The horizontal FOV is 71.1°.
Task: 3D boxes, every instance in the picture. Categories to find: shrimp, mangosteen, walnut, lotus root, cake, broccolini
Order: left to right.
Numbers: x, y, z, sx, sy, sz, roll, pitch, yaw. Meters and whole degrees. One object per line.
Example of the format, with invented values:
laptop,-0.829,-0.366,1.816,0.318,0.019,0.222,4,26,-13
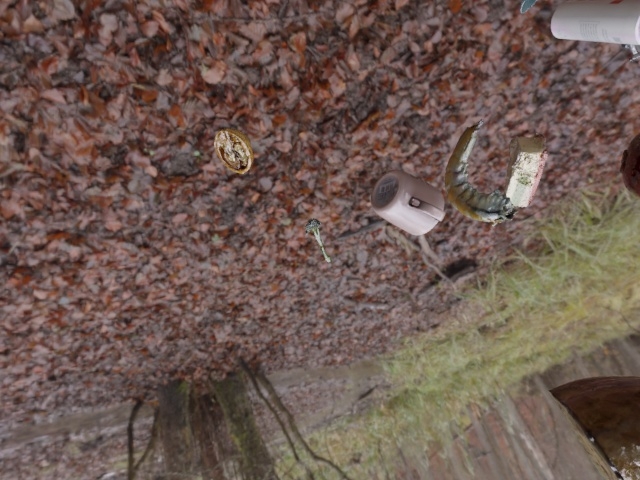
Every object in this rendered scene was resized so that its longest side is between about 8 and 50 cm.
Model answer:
walnut,-0.202,-0.223,1.078,0.091,0.052,0.121,3,132,22
broccolini,-0.002,-0.006,1.364,0.054,0.052,0.194,-23,138,7
shrimp,0.435,-0.175,1.278,0.068,0.287,0.185,-4,169,-36
cake,0.593,-0.213,1.311,0.086,0.117,0.220,4,144,14
lotus root,0.724,0.461,1.017,0.249,0.316,0.316,-25,151,14
mangosteen,0.964,-0.205,1.208,0.257,0.215,0.215,11,164,27

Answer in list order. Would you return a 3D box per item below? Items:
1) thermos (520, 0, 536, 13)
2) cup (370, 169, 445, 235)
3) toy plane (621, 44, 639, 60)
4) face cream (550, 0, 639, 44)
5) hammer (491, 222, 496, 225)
thermos,0.327,-0.537,0.807,0.145,0.286,0.182,10,121,-53
cup,0.315,-0.131,1.566,0.200,0.253,0.192,22,97,-33
toy plane,0.920,-0.592,1.288,0.101,0.255,0.251,-20,134,40
face cream,0.744,-0.547,1.116,0.101,0.345,0.102,-10,119,-19
hammer,0.594,-0.119,1.717,0.060,0.195,0.028,-48,153,-19
